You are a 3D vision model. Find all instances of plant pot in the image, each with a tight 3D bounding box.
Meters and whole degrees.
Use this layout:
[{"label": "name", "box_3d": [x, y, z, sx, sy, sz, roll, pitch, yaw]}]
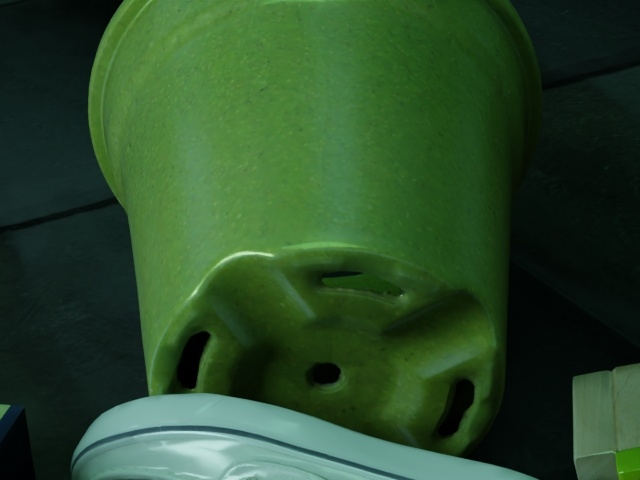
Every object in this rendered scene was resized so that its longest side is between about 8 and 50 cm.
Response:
[{"label": "plant pot", "box_3d": [0.000, 0.000, 0.962, 0.276, 0.276, 0.254, -3, 38, 1]}]

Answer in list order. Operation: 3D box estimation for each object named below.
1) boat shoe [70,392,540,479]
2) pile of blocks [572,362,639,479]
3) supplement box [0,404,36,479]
[{"label": "boat shoe", "box_3d": [-0.010, 0.146, 0.823, 0.267, 0.096, 0.088, 12, 41, 20]}, {"label": "pile of blocks", "box_3d": [0.216, 0.162, 0.746, 0.149, 0.112, 0.362, -20, 21, -11]}, {"label": "supplement box", "box_3d": [-0.205, 0.128, 0.915, 0.083, 0.056, 0.083, 3, 27, 13]}]
